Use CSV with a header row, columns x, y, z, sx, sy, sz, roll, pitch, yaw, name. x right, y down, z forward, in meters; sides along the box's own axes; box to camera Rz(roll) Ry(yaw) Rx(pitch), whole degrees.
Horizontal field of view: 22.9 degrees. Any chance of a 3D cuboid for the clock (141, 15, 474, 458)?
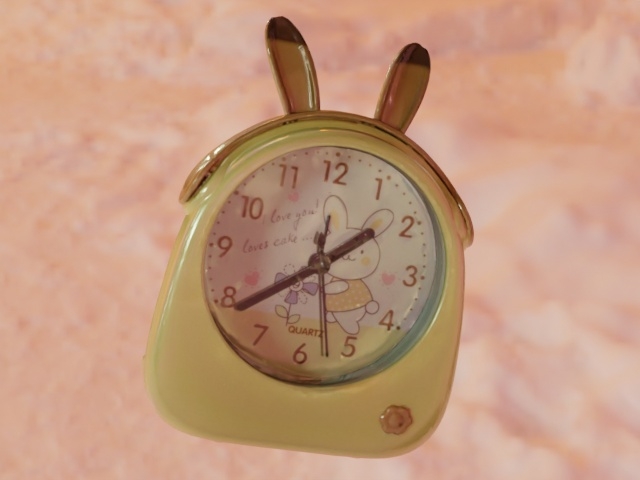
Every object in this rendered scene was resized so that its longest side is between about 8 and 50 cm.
x,y,z,sx,sy,sz,roll,pitch,yaw,name
0.000,0.000,0.868,0.170,0.232,0.069,9,9,-12,clock
